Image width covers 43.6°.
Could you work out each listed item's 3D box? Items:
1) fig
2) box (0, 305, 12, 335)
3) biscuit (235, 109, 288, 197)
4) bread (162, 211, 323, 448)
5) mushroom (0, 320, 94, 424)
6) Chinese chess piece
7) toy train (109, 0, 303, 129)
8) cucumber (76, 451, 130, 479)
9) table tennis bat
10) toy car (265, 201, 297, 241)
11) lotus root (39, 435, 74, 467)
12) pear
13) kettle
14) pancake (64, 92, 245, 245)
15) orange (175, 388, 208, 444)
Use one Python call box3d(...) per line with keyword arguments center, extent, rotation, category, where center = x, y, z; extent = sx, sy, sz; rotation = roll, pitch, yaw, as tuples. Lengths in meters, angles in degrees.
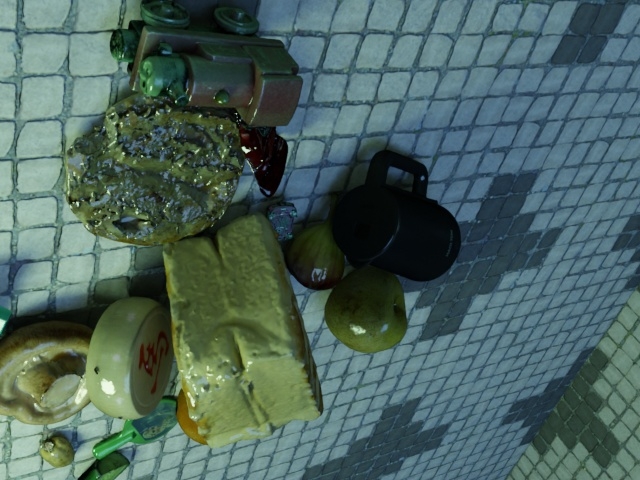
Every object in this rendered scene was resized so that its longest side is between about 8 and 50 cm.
box3d(center=(-0.016, 0.007, 1.889), extent=(0.143, 0.160, 0.230), rotation=(-7, 109, -11), category="fig")
box3d(center=(-0.716, 0.191, 1.551), extent=(0.161, 0.042, 0.226), rotation=(29, 115, -14), category="box")
box3d(center=(-0.113, -0.215, 1.576), extent=(0.063, 0.151, 0.235), rotation=(6, 142, 12), category="biscuit")
box3d(center=(-0.168, 0.201, 1.753), extent=(0.279, 0.390, 0.371), rotation=(-12, 146, -2), category="bread")
box3d(center=(-0.590, 0.287, 1.718), extent=(0.278, 0.146, 0.278), rotation=(-20, 131, -25), category="mushroom")
box3d(center=(-0.408, 0.257, 1.747), extent=(0.102, 0.273, 0.273), rotation=(7, 140, 12), category="Chinese chess piece")
box3d(center=(-0.191, -0.294, 1.353), extent=(0.304, 0.221, 0.150), rotation=(-4, 135, -33), category="toy train")
box3d(center=(-0.591, 0.620, 2.141), extent=(0.115, 0.062, 0.116), rotation=(-48, 158, 14), category="cucumber")
box3d(center=(-0.484, 0.501, 2.124), extent=(0.257, 0.039, 0.160), rotation=(-28, 140, -14), category="table tennis bat")
box3d(center=(-0.096, -0.044, 1.827), extent=(0.069, 0.055, 0.142), rotation=(-8, 145, -17), category="toy car")
box3d(center=(-0.657, 0.528, 1.998), extent=(0.072, 0.063, 0.152), rotation=(-22, 145, -2), category="lotus root")
box3d(center=(0.117, 0.183, 2.108), extent=(0.211, 0.228, 0.188), rotation=(-10, 174, 26), category="pear")
box3d(center=(0.197, -0.044, 1.897), extent=(0.262, 0.203, 0.308), rotation=(-54, 147, 13), category="kettle")
box3d(center=(-0.311, -0.139, 1.547), extent=(0.382, 0.071, 0.382), rotation=(-21, 140, -18), category="pancake")
box3d(center=(-0.280, 0.429, 2.080), extent=(0.206, 0.206, 0.206), rotation=(-21, 140, -19), category="orange")
